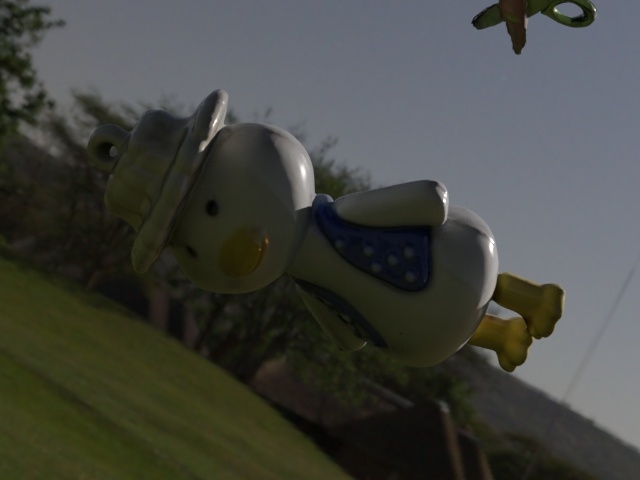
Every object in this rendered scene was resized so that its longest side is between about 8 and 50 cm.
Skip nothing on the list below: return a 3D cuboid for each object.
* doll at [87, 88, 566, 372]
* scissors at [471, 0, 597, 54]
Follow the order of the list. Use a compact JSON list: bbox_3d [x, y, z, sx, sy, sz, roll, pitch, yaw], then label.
[{"bbox_3d":[0.000,0.000,0.711,0.293,0.119,0.138,24,-49,-8],"label":"doll"},{"bbox_3d":[0.187,-0.222,1.156,0.134,0.020,0.187,30,-8,2],"label":"scissors"}]
